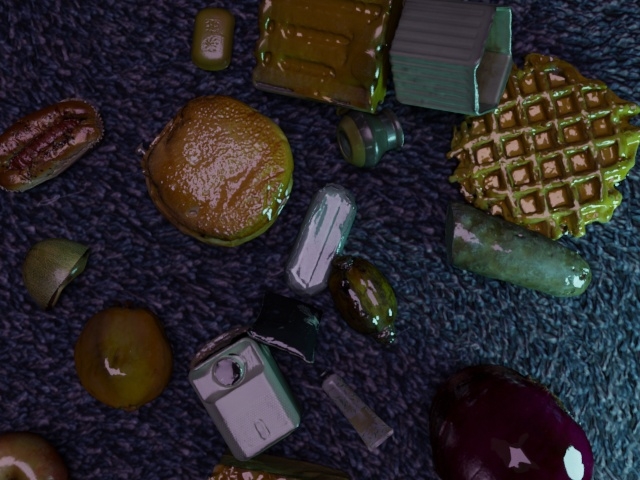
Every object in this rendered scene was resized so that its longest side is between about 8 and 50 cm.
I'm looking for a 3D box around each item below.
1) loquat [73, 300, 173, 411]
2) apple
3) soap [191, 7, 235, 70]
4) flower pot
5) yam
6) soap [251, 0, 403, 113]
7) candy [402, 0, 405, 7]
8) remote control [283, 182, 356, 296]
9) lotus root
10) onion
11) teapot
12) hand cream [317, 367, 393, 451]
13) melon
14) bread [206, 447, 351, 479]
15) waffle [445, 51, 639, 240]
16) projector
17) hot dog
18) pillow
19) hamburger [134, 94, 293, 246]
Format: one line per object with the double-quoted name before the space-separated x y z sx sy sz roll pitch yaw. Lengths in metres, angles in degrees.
"loquat" -0.391 0.227 1.641 0.187 0.176 0.234 3 61 -39
"apple" -0.599 0.484 1.624 0.209 0.164 0.210 2 81 -11
"soap" -0.231 -0.435 1.760 0.088 0.045 0.140 5 85 -3
"flower pot" 0.265 -0.371 1.636 0.189 0.239 0.209 16 53 25
"yam" 0.398 0.030 1.682 0.330 0.133 0.133 20 85 -4
"soap" 0.013 -0.412 1.663 0.281 0.143 0.259 15 110 14
"candy" 0.196 -0.620 1.732 0.179 0.135 0.321 35 86 4
"remote control" 0.000 0.000 1.720 0.104 0.052 0.247 21 84 -3
"lotus root" 0.091 0.122 1.678 0.120 0.120 0.209 -30 88 -2
"onion" 0.362 0.404 1.586 0.282 0.260 0.337 -42 87 2
"teapot" 0.095 -0.230 1.712 0.119 0.130 0.166 -19 56 -16
"hand cream" 0.067 0.345 1.694 0.067 0.042 0.194 -41 90 -5
"melon" -0.566 0.060 1.700 0.128 0.079 0.160 33 86 1
"bread" -0.087 0.568 1.592 0.279 0.207 0.279 7 84 2
"waffle" 0.472 -0.195 1.720 0.382 0.095 0.380 28 88 5
"projector" -0.151 0.297 1.631 0.163 0.177 0.242 -30 85 -2
"hot dog" -0.582 -0.204 1.726 0.268 0.075 0.144 -33 88 0
"pillow" -0.065 0.168 1.635 0.141 0.208 0.055 23 112 -1
"hamburger" -0.211 -0.143 1.672 0.314 0.170 0.290 34 83 4
